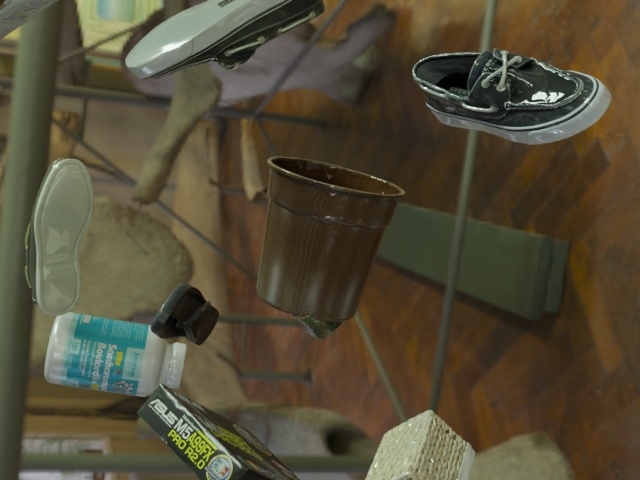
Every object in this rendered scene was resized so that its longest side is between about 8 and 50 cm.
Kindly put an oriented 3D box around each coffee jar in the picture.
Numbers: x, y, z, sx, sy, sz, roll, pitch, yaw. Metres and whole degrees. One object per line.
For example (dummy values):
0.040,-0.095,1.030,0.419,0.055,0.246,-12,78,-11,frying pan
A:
-0.015,0.115,1.681,0.079,0.096,0.184,44,175,26,coffee jar

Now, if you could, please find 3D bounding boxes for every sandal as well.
-0.212,0.132,1.510,0.097,0.055,0.254,-60,-14,-3,sandal

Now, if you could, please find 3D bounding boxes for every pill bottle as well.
-0.408,0.233,1.797,0.146,0.264,0.146,-170,90,-80,pill bottle

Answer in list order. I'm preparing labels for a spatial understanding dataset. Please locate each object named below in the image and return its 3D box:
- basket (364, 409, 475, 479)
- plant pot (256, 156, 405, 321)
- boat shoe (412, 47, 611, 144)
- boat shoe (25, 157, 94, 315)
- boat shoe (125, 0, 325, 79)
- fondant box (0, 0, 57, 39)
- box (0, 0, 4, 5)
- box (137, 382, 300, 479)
0.141,0.342,1.301,0.113,0.103,0.167,-36,10,30,basket
0.000,0.000,1.067,0.167,0.167,0.165,-137,59,-67,plant pot
0.243,-0.208,1.203,0.108,0.102,0.301,-54,37,-11,boat shoe
-0.487,-0.014,1.639,0.091,0.109,0.304,33,120,45,boat shoe
-0.096,-0.216,0.940,0.070,0.219,0.077,64,176,-38,boat shoe
-0.559,-0.525,1.593,0.238,0.330,0.096,63,-161,0,fondant box
-0.566,-0.460,1.411,0.136,0.037,0.225,-23,84,44,box
-0.126,0.337,1.355,0.216,0.270,0.060,35,83,39,box
